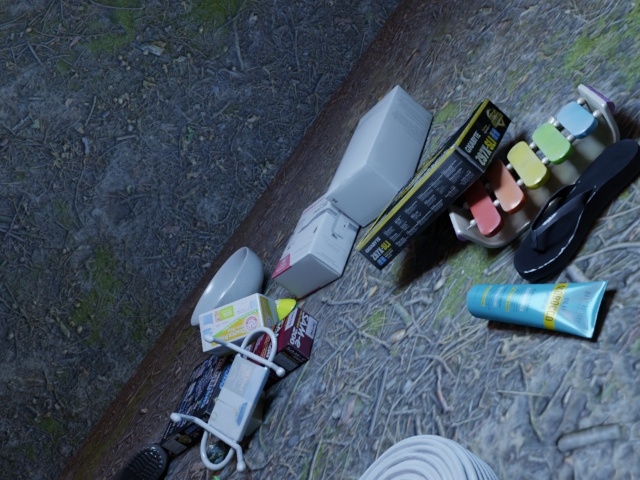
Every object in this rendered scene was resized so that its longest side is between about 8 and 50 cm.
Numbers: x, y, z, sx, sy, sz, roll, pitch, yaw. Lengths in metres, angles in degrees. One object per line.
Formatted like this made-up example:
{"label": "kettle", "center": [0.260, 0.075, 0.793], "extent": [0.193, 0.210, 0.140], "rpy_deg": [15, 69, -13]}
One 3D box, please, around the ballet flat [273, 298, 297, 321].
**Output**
{"label": "ballet flat", "center": [-0.162, 0.223, 1.677], "extent": [0.231, 0.077, 0.077], "rpy_deg": [-37, 22, 43]}

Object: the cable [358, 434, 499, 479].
{"label": "cable", "center": [0.110, 0.360, 0.658], "extent": [0.257, 0.089, 0.257], "rpy_deg": [-44, 19, 29]}

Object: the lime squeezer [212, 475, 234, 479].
{"label": "lime squeezer", "center": [-0.255, 0.558, 1.230], "extent": [0.310, 0.109, 0.059], "rpy_deg": [-38, 58, 28]}

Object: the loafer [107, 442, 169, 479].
{"label": "loafer", "center": [-0.580, 0.755, 1.701], "extent": [0.366, 0.134, 0.130], "rpy_deg": [-42, -9, 4]}

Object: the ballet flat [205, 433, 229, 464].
{"label": "ballet flat", "center": [-0.239, 0.468, 1.406], "extent": [0.070, 0.070, 0.188], "rpy_deg": [-39, 21, 39]}

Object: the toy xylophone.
{"label": "toy xylophone", "center": [0.358, -0.124, 0.976], "extent": [0.323, 0.081, 0.236], "rpy_deg": [-48, 17, 16]}

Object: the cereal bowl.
{"label": "cereal bowl", "center": [-0.311, 0.197, 2.016], "extent": [0.339, 0.141, 0.339], "rpy_deg": [-48, 17, 20]}

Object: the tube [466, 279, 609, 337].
{"label": "tube", "center": [0.296, 0.090, 0.785], "extent": [0.207, 0.052, 0.080], "rpy_deg": [-5, 59, 60]}

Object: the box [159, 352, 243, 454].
{"label": "box", "center": [-0.338, 0.458, 1.690], "extent": [0.293, 0.073, 0.296], "rpy_deg": [-39, 21, 36]}

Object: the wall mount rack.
{"label": "wall mount rack", "center": [-0.190, 0.360, 1.270], "extent": [0.304, 0.130, 0.350], "rpy_deg": [12, 76, 43]}

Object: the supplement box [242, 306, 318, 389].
{"label": "supplement box", "center": [-0.115, 0.287, 1.434], "extent": [0.239, 0.073, 0.130], "rpy_deg": [-40, 21, 33]}

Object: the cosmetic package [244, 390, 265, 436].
{"label": "cosmetic package", "center": [-0.172, 0.416, 1.381], "extent": [0.060, 0.041, 0.115], "rpy_deg": [-46, 18, 19]}

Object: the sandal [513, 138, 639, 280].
{"label": "sandal", "center": [0.371, -0.052, 0.841], "extent": [0.255, 0.054, 0.097], "rpy_deg": [-52, 17, 3]}

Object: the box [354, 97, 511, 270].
{"label": "box", "center": [0.228, -0.112, 1.136], "extent": [0.322, 0.079, 0.257], "rpy_deg": [-49, -2, 42]}

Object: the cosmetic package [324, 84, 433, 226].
{"label": "cosmetic package", "center": [0.169, -0.242, 1.589], "extent": [0.197, 0.155, 0.366], "rpy_deg": [-34, 26, 48]}

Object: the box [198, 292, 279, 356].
{"label": "box", "center": [-0.228, 0.241, 1.590], "extent": [0.203, 0.103, 0.114], "rpy_deg": [-23, 64, 17]}

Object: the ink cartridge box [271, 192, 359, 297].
{"label": "ink cartridge box", "center": [0.000, 0.000, 1.619], "extent": [0.207, 0.117, 0.283], "rpy_deg": [-35, 25, 47]}
